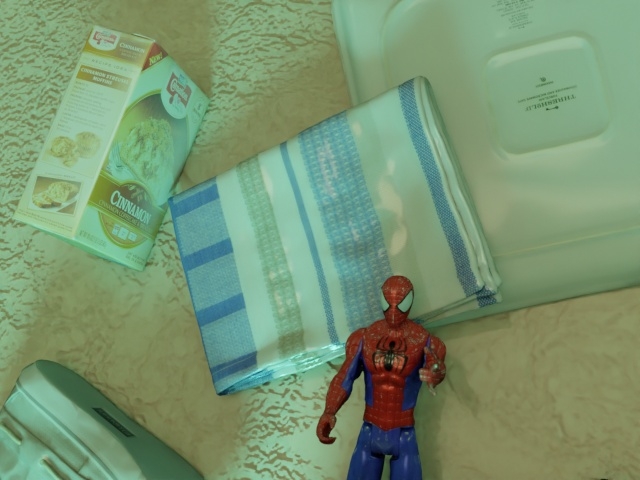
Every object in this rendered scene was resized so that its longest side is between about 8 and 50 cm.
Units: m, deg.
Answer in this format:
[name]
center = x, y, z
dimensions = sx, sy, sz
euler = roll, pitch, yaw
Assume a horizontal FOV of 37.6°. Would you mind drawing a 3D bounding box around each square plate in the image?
[square plate]
center = 0.194, -0.118, 0.823
dimensions = 0.347, 0.049, 0.344
euler = -12, 74, 12

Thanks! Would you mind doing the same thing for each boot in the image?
[boot]
center = -0.197, 0.224, 0.829
dimensions = 0.258, 0.095, 0.123
euler = 34, 93, 28

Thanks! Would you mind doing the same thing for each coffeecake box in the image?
[coffeecake box]
center = -0.185, -0.080, 0.863
dimensions = 0.068, 0.142, 0.185
euler = 18, 82, 17

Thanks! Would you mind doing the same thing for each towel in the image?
[towel]
center = 0.000, 0.000, 0.821
dimensions = 0.285, 0.034, 0.209
euler = -23, 72, 22

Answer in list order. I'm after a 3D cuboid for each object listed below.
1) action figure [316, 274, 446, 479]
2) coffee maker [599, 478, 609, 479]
[action figure]
center = 0.046, 0.168, 0.711
dimensions = 0.091, 0.139, 0.280
euler = 4, 92, 13
[coffee maker]
center = 0.273, 0.247, 0.690
dimensions = 0.178, 0.120, 0.171
euler = 22, 49, 18
